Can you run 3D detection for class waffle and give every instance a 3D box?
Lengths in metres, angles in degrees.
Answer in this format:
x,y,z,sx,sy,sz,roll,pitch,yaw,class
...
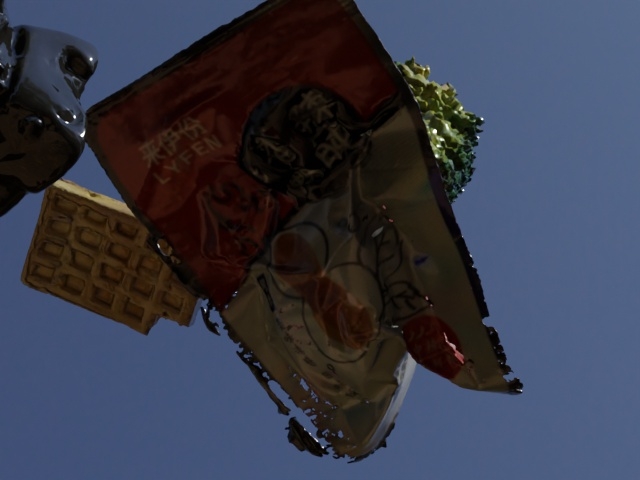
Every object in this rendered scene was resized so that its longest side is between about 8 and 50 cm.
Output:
x,y,z,sx,sy,sz,roll,pitch,yaw,class
-0.146,0.017,1.135,0.135,0.021,0.092,22,-71,3,waffle

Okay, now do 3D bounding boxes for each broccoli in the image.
x,y,z,sx,sy,sz,roll,pitch,yaw,class
0.029,-0.083,1.292,0.194,0.220,0.194,-5,-79,-26,broccoli

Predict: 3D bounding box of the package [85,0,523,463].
x,y,z,sx,sy,sz,roll,pitch,yaw,class
0.000,0.000,0.898,0.194,0.071,0.269,-30,-84,19,package

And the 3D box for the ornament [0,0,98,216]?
x,y,z,sx,sy,sz,roll,pitch,yaw,class
-0.262,-0.102,0.720,0.251,0.106,0.260,-31,-59,23,ornament
